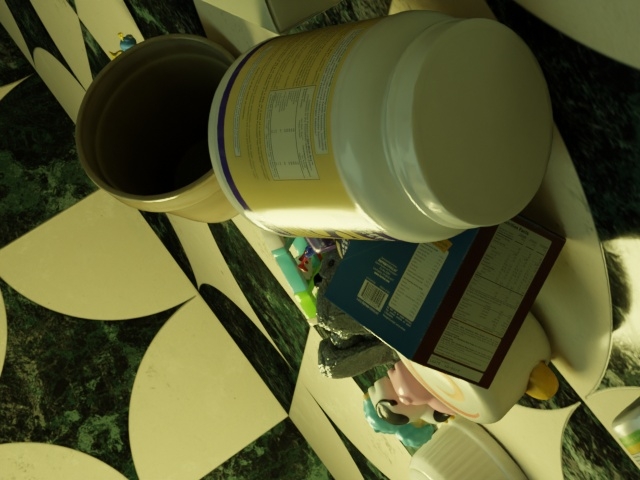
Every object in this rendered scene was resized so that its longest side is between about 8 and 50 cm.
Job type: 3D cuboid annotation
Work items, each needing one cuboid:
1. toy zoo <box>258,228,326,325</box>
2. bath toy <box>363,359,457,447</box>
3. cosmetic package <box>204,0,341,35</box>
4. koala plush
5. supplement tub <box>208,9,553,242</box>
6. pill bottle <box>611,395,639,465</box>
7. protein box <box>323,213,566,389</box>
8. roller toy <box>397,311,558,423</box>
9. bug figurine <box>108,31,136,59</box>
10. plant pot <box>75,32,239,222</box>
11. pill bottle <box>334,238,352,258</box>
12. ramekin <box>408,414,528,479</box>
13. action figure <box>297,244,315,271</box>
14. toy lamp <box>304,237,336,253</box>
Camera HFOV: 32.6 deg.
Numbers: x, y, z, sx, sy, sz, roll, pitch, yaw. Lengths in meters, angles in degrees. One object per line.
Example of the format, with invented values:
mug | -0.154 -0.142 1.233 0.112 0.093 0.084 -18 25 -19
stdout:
toy zoo | -0.044 -0.023 1.907 0.293 0.030 0.192 63 -154 -21
bath toy | 0.184 0.249 1.802 0.129 0.151 0.348 62 159 16
cosmetic package | -0.080 -0.364 1.339 0.309 0.160 0.113 33 152 51
koala plush | 0.070 0.080 1.803 0.196 0.203 0.221 89 166 -47
supplement tub | 0.058 -0.119 1.187 0.331 0.241 0.241 3 127 52
pill bottle | 0.422 0.244 1.099 0.245 0.136 0.136 53 164 12
protein box | 0.144 0.034 1.312 0.136 0.201 0.200 24 -174 -36
roller toy | 0.211 0.140 1.494 0.209 0.146 0.191 18 148 56
bug figurine | -0.323 -0.319 2.286 0.279 0.072 0.216 38 162 36
plant pot | -0.238 -0.166 1.988 0.323 0.323 0.280 48 178 26
pill bottle | 0.088 0.001 1.591 0.123 0.123 0.219 61 176 -16
ramekin | 0.271 0.458 1.968 0.273 0.127 0.273 50 163 21
action figure | 0.000 0.000 1.811 0.030 0.115 0.038 26 -149 -8
toy lamp | -0.035 -0.113 1.735 0.080 0.080 0.274 132 116 -74
